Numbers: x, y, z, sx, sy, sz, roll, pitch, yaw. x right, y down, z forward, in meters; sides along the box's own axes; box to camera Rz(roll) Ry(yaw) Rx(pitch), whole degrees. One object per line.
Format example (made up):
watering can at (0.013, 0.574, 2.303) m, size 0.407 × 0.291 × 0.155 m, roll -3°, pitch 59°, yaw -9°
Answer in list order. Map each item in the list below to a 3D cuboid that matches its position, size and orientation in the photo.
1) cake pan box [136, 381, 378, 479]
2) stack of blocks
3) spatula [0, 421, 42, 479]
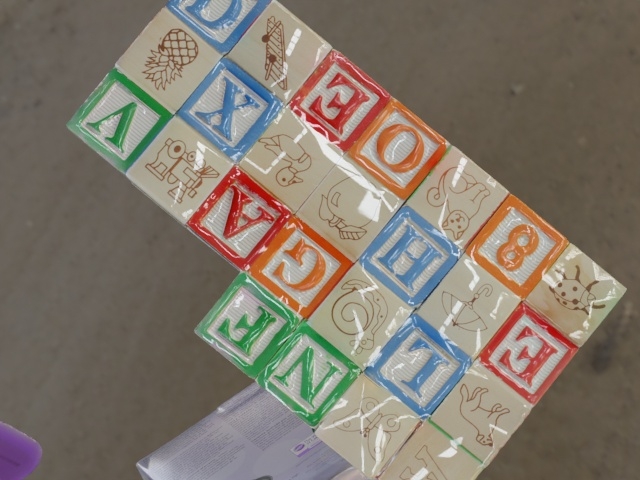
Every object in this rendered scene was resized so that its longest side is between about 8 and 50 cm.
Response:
cake pan box at (-0.008, 0.183, 1.487) m, size 0.267 × 0.070 × 0.246 m, roll -34°, pitch 24°, yaw -17°
stack of blocks at (0.000, 0.000, 0.954) m, size 0.171 × 0.297 × 0.087 m, roll -50°, pitch 2°, yaw -3°
spatula at (-0.307, 0.171, 1.034) m, size 0.296 × 0.084 × 0.030 m, roll -18°, pitch 61°, yaw 18°
